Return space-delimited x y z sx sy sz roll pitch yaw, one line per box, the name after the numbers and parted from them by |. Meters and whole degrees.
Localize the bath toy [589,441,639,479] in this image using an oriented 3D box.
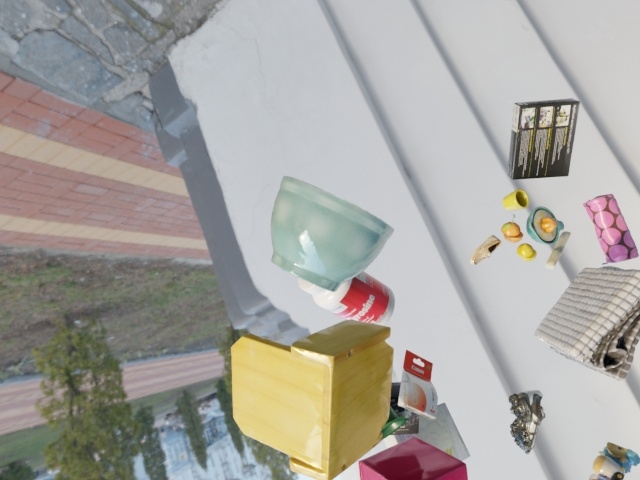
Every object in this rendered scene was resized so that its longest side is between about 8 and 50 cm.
0.909 0.823 1.400 0.348 0.151 0.129 -40 -170 -29 | bath toy

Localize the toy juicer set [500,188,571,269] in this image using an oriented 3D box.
0.741 -0.016 1.459 0.329 0.209 0.089 28 156 -19 | toy juicer set

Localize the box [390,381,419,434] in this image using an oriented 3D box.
0.259 0.588 1.531 0.155 0.158 0.093 -3 -165 -2 | box

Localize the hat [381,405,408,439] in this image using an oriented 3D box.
0.171 0.542 1.432 0.208 0.183 0.173 -35 147 -1 | hat

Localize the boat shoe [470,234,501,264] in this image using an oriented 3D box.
0.758 0.050 1.999 0.170 0.059 0.063 -48 131 2 | boat shoe

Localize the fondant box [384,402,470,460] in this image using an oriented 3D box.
0.448 0.867 1.869 0.330 0.238 0.096 -7 150 -30 | fondant box

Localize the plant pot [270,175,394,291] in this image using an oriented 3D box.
0.000 0.000 1.036 0.196 0.293 0.293 -64 159 0 | plant pot

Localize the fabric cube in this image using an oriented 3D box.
0.311 0.855 1.450 0.258 0.259 0.254 -7 -177 -32 | fabric cube

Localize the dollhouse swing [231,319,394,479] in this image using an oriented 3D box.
-0.023 0.384 1.176 0.315 0.347 0.305 -13 -160 -43 | dollhouse swing

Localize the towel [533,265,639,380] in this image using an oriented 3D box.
0.637 0.177 0.994 0.235 0.121 0.283 -52 172 2 | towel

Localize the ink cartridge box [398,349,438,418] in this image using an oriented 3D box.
0.321 0.457 1.392 0.145 0.179 0.045 32 150 -28 | ink cartridge box

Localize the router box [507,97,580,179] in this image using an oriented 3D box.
0.524 -0.237 1.035 0.133 0.179 0.046 -2 -154 7 | router box

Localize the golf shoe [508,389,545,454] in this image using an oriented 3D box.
0.565 0.487 1.171 0.093 0.198 0.077 -18 -154 -14 | golf shoe

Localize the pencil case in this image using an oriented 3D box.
0.865 -0.035 1.313 0.095 0.209 0.098 -19 179 15 | pencil case

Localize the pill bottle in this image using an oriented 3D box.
0.113 0.221 1.900 0.407 0.229 0.229 32 133 -28 | pill bottle
